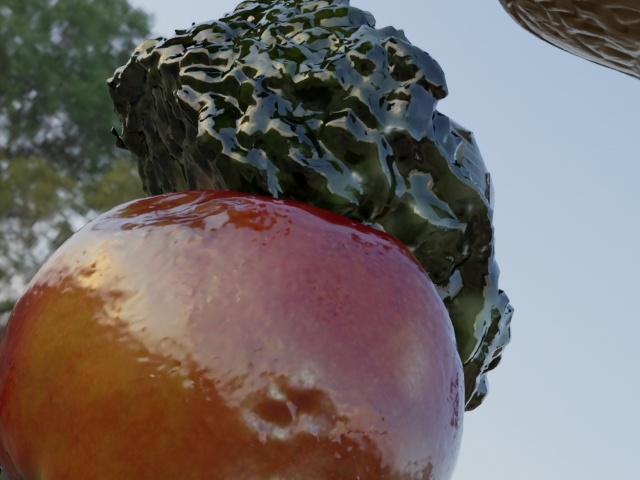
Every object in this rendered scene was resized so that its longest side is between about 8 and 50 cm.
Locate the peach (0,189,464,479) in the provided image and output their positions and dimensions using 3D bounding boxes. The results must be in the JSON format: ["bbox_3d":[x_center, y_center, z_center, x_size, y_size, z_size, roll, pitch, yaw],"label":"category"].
[{"bbox_3d":[-0.045,0.080,0.642,0.243,0.243,0.199,34,-14,7],"label":"peach"}]

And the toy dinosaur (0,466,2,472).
[{"bbox_3d":[-0.203,0.226,1.091,0.179,0.187,0.087,22,-10,22],"label":"toy dinosaur"}]

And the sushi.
[{"bbox_3d":[0.000,0.000,0.878,0.294,0.178,0.352,32,-36,61],"label":"sushi"}]

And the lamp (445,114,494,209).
[{"bbox_3d":[0.133,-0.081,1.777,0.265,0.233,0.233,57,-7,22],"label":"lamp"}]

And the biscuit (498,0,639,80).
[{"bbox_3d":[0.394,-0.272,1.540,0.365,0.062,0.385,24,-5,-1],"label":"biscuit"}]
